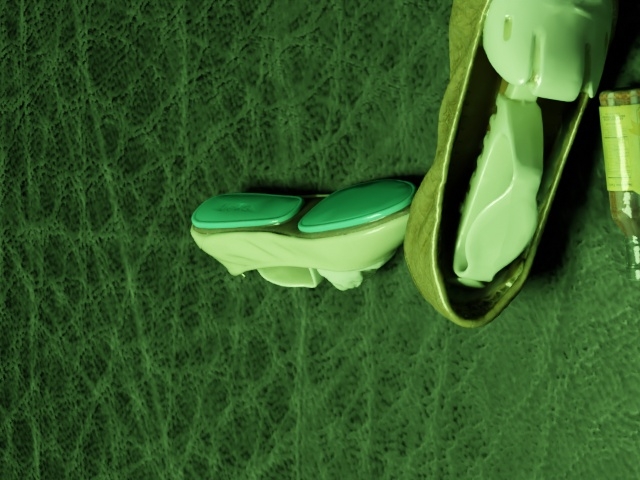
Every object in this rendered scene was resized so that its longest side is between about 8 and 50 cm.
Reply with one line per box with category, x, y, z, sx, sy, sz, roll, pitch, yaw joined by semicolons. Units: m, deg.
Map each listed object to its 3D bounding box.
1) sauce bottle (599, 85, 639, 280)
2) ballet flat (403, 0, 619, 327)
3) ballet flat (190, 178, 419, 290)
sauce bottle;0.211;-0.038;1.135;0.042;0.042;0.128;0;101;46
ballet flat;0.131;-0.086;1.135;0.124;0.116;0.342;-100;23;-60
ballet flat;0.000;0.000;1.341;0.248;0.086;0.086;1;99;47
